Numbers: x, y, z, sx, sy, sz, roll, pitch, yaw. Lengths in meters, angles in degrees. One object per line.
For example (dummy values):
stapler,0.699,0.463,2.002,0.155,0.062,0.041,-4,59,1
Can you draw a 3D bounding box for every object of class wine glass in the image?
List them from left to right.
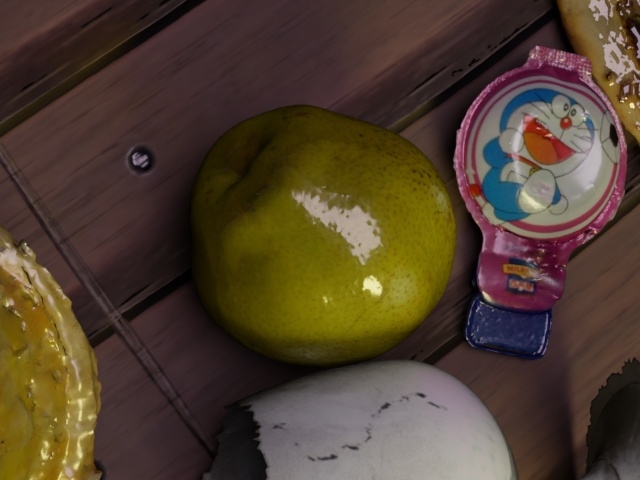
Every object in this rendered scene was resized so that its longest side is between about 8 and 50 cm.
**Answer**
wine glass,0.089,0.193,1.388,0.323,0.238,0.238,3,84,-17

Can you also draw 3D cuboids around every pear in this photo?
pear,0.001,0.000,1.397,0.198,0.198,0.198,2,84,-20

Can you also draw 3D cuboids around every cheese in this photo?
cheese,0.168,-0.030,1.527,0.155,0.062,0.244,13,88,-20

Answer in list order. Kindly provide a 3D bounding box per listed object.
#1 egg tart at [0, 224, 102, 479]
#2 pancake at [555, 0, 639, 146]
egg tart,-0.308,0.122,1.255,0.341,0.132,0.341,-3,107,-11
pancake,0.303,-0.190,1.609,0.244,0.057,0.266,-45,105,-27
